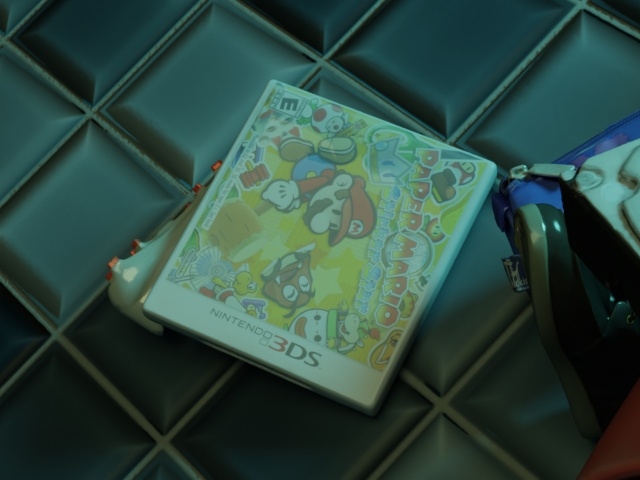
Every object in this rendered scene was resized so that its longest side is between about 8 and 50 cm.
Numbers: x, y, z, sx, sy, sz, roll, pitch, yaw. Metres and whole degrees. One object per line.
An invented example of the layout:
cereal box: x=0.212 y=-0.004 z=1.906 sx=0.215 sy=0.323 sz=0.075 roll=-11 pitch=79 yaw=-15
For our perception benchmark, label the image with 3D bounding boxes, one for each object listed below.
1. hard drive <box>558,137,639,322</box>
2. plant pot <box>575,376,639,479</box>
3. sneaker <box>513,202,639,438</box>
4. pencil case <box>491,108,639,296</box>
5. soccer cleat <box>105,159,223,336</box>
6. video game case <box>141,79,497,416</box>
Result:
hard drive: x=0.331 y=-0.021 z=0.893 sx=0.339 sy=0.064 sz=0.237 roll=-20 pitch=36 yaw=-8
plant pot: x=0.306 y=0.116 z=0.975 sx=0.275 sy=0.275 sz=0.243 roll=6 pitch=51 yaw=30
sneaker: x=0.203 y=0.040 z=1.090 sx=0.118 sy=0.222 sz=0.083 roll=-17 pitch=48 yaw=11
pencil case: x=0.262 y=-0.055 z=1.178 sx=0.306 sy=0.133 sz=0.119 roll=-31 pitch=26 yaw=5
soccer cleat: x=-0.093 y=-0.003 z=1.376 sx=0.076 sy=0.068 sz=0.196 roll=44 pitch=74 yaw=7
video game case: x=0.000 y=0.000 z=1.306 sx=0.206 sy=0.026 sz=0.227 roll=22 pitch=70 yaw=17
